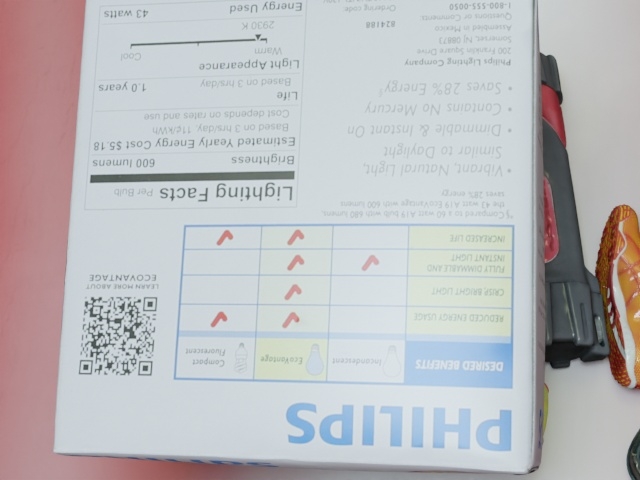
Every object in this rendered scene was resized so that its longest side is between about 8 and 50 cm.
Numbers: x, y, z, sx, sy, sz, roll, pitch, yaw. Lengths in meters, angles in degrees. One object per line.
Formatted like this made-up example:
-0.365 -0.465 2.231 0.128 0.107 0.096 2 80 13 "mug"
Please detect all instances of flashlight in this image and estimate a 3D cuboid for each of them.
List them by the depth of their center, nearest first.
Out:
0.190 -0.035 1.123 0.103 0.103 0.304 -20 60 35 "flashlight"

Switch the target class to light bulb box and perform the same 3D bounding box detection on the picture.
0.000 0.000 0.964 0.357 0.225 0.361 0 79 12 "light bulb box"

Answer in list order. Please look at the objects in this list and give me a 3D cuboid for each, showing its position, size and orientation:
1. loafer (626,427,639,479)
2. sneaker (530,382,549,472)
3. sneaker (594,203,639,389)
0.377 0.127 1.012 0.267 0.084 0.096 -30 63 -1 "loafer"
0.110 0.134 1.083 0.208 0.081 0.094 20 64 15 "sneaker"
0.290 0.051 1.090 0.067 0.064 0.175 -1 71 -6 "sneaker"
